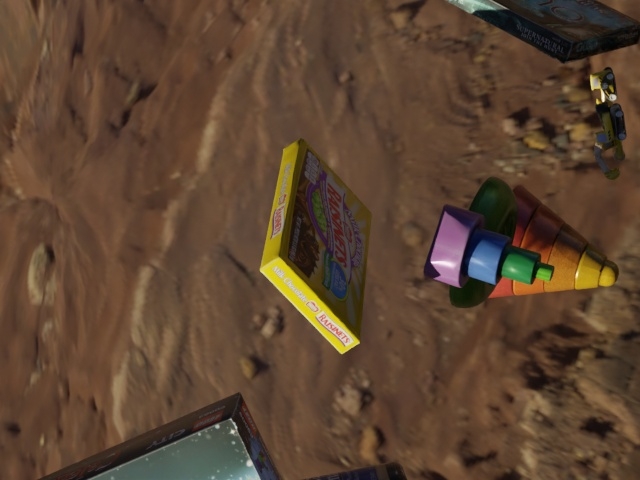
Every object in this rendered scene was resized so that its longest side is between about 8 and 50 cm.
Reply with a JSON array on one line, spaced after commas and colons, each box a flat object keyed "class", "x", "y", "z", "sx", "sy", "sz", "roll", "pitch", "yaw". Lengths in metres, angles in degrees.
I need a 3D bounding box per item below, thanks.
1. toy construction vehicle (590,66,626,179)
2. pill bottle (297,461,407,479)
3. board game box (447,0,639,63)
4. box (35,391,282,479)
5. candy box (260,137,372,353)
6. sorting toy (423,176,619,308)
[{"class": "toy construction vehicle", "x": 0.298, "y": -0.122, "z": 1.546, "sx": 0.035, "sy": 0.086, "sz": 0.098, "roll": -9, "pitch": 114, "yaw": 8}, {"class": "pill bottle", "x": -0.013, "y": 0.305, "z": 1.506, "sx": 0.219, "sy": 0.123, "sz": 0.123, "roll": -11, "pitch": 93, "yaw": -3}, {"class": "board game box", "x": 0.209, "y": -0.232, "z": 1.456, "sx": 0.126, "sy": 0.186, "sz": 0.026, "roll": -20, "pitch": 134, "yaw": -43}, {"class": "box", "x": -0.111, "y": 0.193, "z": 0.710, "sx": 0.233, "sy": 0.044, "sz": 0.159, "roll": -24, "pitch": 98, "yaw": 6}, {"class": "candy box", "x": 0.000, "y": 0.000, "z": 1.267, "sx": 0.027, "sy": 0.206, "sz": 0.105, "roll": -32, "pitch": 114, "yaw": 22}, {"class": "sorting toy", "x": 0.203, "y": 0.018, "z": 1.381, "sx": 0.126, "sy": 0.365, "sz": 0.127, "roll": 17, "pitch": 95, "yaw": 18}]
